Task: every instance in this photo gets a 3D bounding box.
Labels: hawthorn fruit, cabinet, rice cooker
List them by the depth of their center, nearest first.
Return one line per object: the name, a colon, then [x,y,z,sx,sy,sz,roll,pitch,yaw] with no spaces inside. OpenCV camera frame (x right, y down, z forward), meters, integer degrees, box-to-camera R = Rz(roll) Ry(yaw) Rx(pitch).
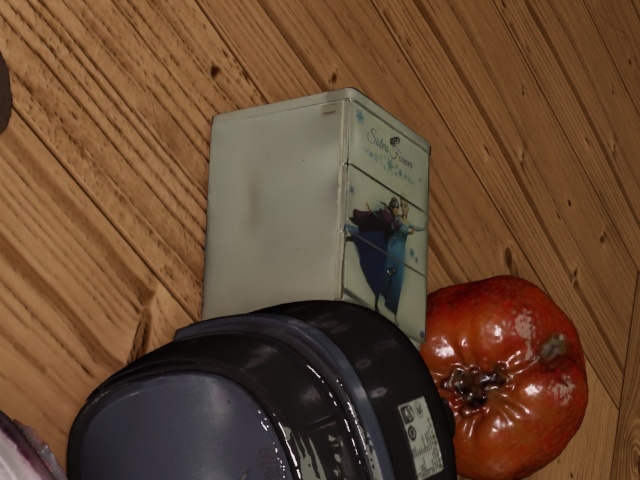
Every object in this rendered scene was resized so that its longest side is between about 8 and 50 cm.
rice cooker: [-0.031,0.169,1.121,0.224,0.267,0.267,-10,91,-55]
cabinet: [0.000,0.000,1.320,0.145,0.150,0.206,29,58,-54]
hawthorn fruit: [0.183,0.139,1.568,0.243,0.207,0.208,9,74,-72]

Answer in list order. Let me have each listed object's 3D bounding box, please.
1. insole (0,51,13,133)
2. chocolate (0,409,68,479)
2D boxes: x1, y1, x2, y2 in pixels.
insole: [-0.285,-0.217,1.034,0.111,0.007,0.328,-47,122,-52]
chocolate: [-0.234,0.189,0.864,0.147,0.221,0.221,-12,92,-41]
